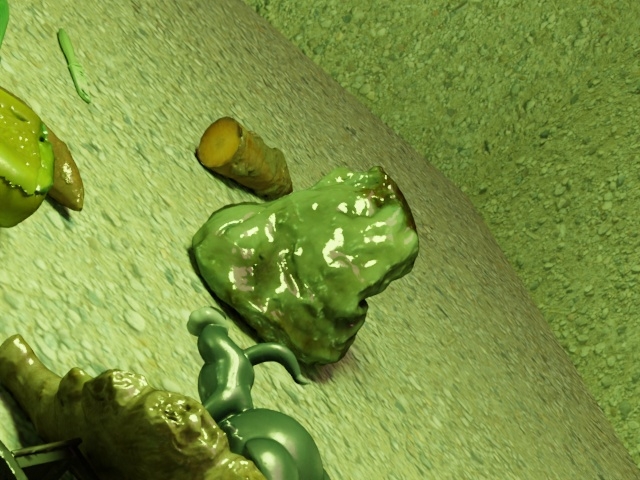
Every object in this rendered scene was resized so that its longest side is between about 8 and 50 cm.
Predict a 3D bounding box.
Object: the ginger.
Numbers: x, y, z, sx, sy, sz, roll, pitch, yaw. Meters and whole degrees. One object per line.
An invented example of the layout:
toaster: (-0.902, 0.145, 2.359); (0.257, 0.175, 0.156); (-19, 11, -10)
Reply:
ginger: (-0.166, 0.172, 1.056); (0.080, 0.333, 0.166); (-33, 114, -39)

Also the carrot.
carrot: (-0.113, -0.127, 2.206); (0.102, 0.102, 0.263); (55, 11, 31)

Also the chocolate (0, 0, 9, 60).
chocolate: (-0.455, -0.292, 1.651); (0.110, 0.110, 0.291); (41, 12, -20)

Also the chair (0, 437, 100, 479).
chair: (-0.254, 0.171, 0.993); (0.212, 0.084, 0.101); (51, 18, 21)

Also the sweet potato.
sweet potato: (-0.351, -0.120, 1.561); (0.218, 0.051, 0.065); (51, 17, 16)

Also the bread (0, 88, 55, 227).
bread: (-0.434, -0.138, 1.252); (0.383, 0.112, 0.166); (35, 29, -36)

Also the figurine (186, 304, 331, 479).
figurine: (-0.069, 0.199, 1.336); (0.193, 0.140, 0.265); (56, 24, -56)

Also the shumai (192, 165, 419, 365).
shumai: (0.000, 0.000, 1.811); (0.304, 0.263, 0.309); (34, 19, -46)

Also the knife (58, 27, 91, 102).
knife: (-0.383, -0.274, 1.967); (0.030, 0.014, 0.207); (33, 21, -41)
